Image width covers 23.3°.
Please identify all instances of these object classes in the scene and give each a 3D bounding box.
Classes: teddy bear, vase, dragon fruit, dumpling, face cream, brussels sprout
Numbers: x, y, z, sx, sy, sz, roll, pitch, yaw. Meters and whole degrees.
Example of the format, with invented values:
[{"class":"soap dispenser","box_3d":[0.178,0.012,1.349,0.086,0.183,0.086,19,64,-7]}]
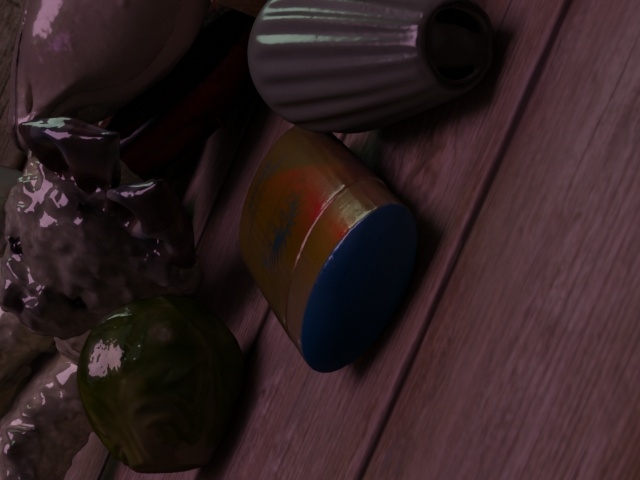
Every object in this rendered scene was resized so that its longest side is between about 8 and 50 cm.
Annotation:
[{"class":"teddy bear","box_3d":[-0.273,0.071,1.489,0.375,0.327,0.362,-45,-6,0]},{"class":"vase","box_3d":[0.039,-0.141,1.156,0.248,0.128,0.128,10,79,63]},{"class":"dragon fruit","box_3d":[-0.134,-0.168,1.674,0.282,0.100,0.343,-35,21,34]},{"class":"dumpling","box_3d":[-0.194,-0.245,1.591,0.260,0.181,0.341,-31,-52,-76]},{"class":"face cream","box_3d":[0.000,0.000,1.182,0.285,0.067,0.139,-129,60,-69]},{"class":"brussels sprout","box_3d":[-0.136,0.122,1.323,0.117,0.155,0.155,-28,44,62]}]

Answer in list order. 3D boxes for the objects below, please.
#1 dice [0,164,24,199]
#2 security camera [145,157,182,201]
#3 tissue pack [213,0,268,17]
[{"class":"dice","box_3d":[-0.476,0.088,2.030,0.277,0.304,0.304,-97,27,-53]},{"class":"security camera","box_3d":[-0.200,-0.041,1.805,0.157,0.080,0.301,-55,13,43]},{"class":"tissue pack","box_3d":[-0.016,-0.345,1.523,0.159,0.125,0.234,138,148,-58]}]
